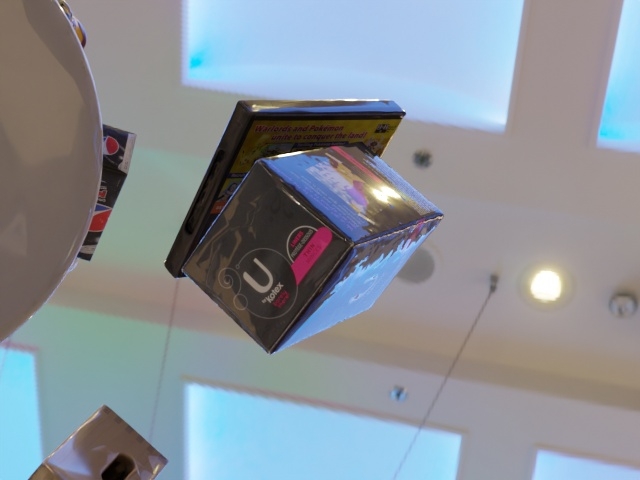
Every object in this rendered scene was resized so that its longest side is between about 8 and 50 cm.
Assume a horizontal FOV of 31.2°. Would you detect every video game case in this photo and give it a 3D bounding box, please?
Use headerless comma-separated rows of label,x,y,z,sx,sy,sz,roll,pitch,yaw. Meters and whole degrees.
video game case,-0.042,-0.068,1.443,0.035,0.275,0.248,47,-56,30

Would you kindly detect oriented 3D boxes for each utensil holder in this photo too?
utensil holder,-0.371,-0.056,0.800,0.385,0.327,0.327,-7,-59,54

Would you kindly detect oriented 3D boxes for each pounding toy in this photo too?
pounding toy,-0.248,0.274,1.000,0.094,0.181,0.206,41,-69,0

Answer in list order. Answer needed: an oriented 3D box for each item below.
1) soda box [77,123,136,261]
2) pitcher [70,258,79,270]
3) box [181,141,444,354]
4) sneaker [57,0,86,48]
soda box,-0.243,-0.049,1.201,0.053,0.060,0.169,16,-38,-15
pitcher,-0.424,-0.050,1.646,0.207,0.177,0.125,27,-52,-14
box,0.000,0.000,1.296,0.143,0.270,0.165,43,-66,15
sneaker,-0.337,-0.268,1.431,0.084,0.185,0.069,19,-92,26
